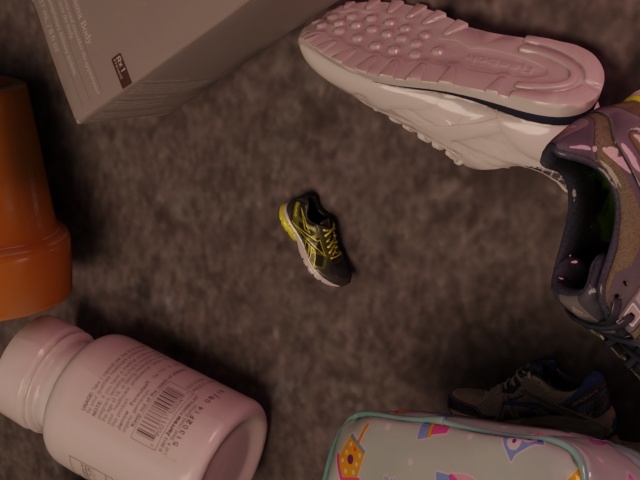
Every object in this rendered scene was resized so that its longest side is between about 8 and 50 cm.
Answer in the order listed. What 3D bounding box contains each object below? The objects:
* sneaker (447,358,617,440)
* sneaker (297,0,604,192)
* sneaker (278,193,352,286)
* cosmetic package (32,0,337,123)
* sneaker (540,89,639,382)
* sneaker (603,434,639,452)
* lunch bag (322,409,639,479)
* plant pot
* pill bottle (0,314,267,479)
[{"bbox_3d":[0.161,0.116,1.196,0.135,0.052,0.058,1,107,27],"label":"sneaker"},{"bbox_3d":[0.086,-0.100,1.094,0.235,0.090,0.095,22,143,28],"label":"sneaker"},{"bbox_3d":[0.000,0.000,1.245,0.035,0.031,0.083,-35,94,42],"label":"sneaker"},{"bbox_3d":[-0.096,-0.188,1.136,0.238,0.107,0.127,-31,76,45],"label":"cosmetic package"},{"bbox_3d":[0.215,0.049,1.014,0.111,0.121,0.300,167,89,-70],"label":"sneaker"},{"bbox_3d":[0.247,0.223,1.156,0.293,0.102,0.146,-8,112,38],"label":"sneaker"},{"bbox_3d":[0.105,0.236,1.085,0.279,0.107,0.224,-1,80,53],"label":"lunch bag"},{"bbox_3d":[-0.319,-0.046,1.348,0.205,0.205,0.188,11,107,30],"label":"plant pot"},{"bbox_3d":[-0.174,0.158,1.398,0.229,0.131,0.131,24,128,22],"label":"pill bottle"}]
